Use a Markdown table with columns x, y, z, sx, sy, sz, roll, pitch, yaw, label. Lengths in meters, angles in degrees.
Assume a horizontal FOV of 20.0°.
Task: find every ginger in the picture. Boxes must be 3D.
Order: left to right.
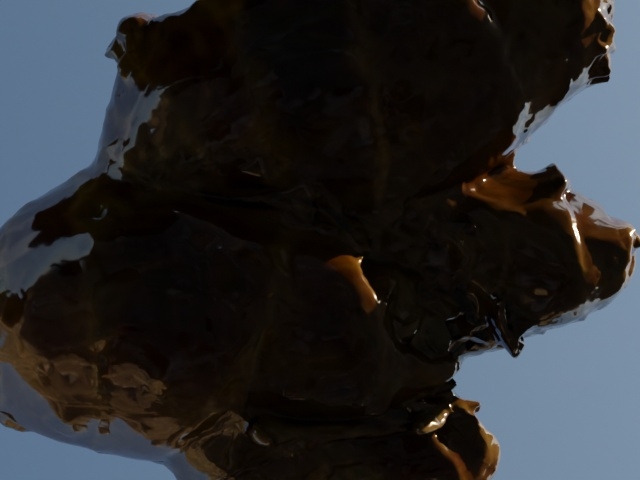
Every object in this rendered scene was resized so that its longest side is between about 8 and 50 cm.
| x | y | z | sx | sy | sz | roll | pitch | yaw | label |
| --- | --- | --- | --- | --- | --- | --- | --- | --- | --- |
| 0.004 | -0.011 | 0.898 | 0.274 | 0.152 | 0.357 | 33 | -100 | 15 | ginger |
